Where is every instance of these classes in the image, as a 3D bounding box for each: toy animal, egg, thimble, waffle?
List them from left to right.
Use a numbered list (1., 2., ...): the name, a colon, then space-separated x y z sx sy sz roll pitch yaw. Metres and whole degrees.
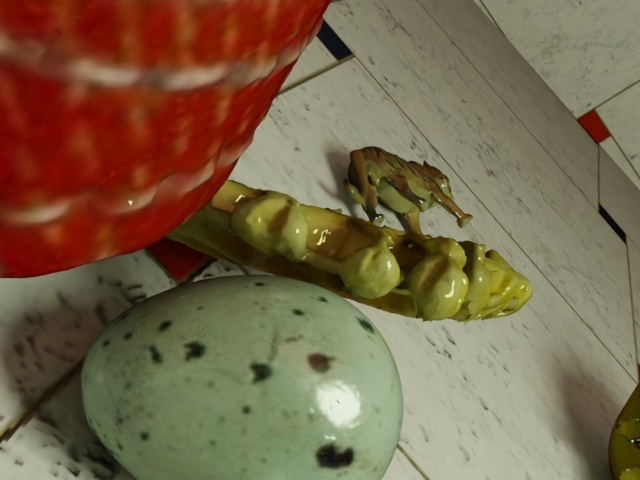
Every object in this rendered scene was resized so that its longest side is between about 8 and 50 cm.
1. thimble: -0.148 -0.161 0.435 0.350 0.230 0.350 24 30 -15
2. egg: -0.038 0.078 0.505 0.164 0.131 0.131 17 35 -22
3. waffle: 0.000 0.002 0.637 0.250 0.056 0.261 16 3 22
4. toy animal: 0.079 -0.047 1.025 0.241 0.057 0.099 12 37 -55

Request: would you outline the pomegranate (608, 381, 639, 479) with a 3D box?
1. pomegranate: 0.377 0.208 0.978 0.257 0.221 0.221 16 38 -38
